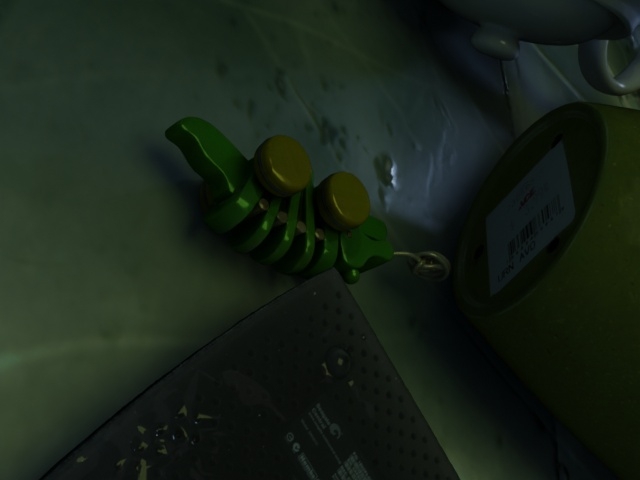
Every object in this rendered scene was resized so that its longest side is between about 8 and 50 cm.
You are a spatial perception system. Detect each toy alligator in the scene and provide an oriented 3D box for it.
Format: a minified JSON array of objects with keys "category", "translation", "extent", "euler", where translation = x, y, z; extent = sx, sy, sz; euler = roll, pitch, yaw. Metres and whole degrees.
[{"category":"toy alligator","translation":[0.000,0.000,0.513],"extent":[0.189,0.056,0.051],"euler":[29,54,-34]}]

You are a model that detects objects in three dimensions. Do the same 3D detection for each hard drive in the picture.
[{"category":"hard drive","translation":[-0.036,0.136,0.417],"extent":[0.254,0.054,0.172],"euler":[-38,100,-47]}]

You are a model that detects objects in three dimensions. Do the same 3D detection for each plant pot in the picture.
[{"category":"plant pot","translation":[0.237,0.046,0.607],"extent":[0.293,0.275,0.275],"euler":[28,53,-17]}]

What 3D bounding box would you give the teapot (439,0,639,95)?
[{"category":"teapot","translation":[0.150,-0.206,0.664],"extent":[0.256,0.252,0.187],"euler":[20,96,1]}]
